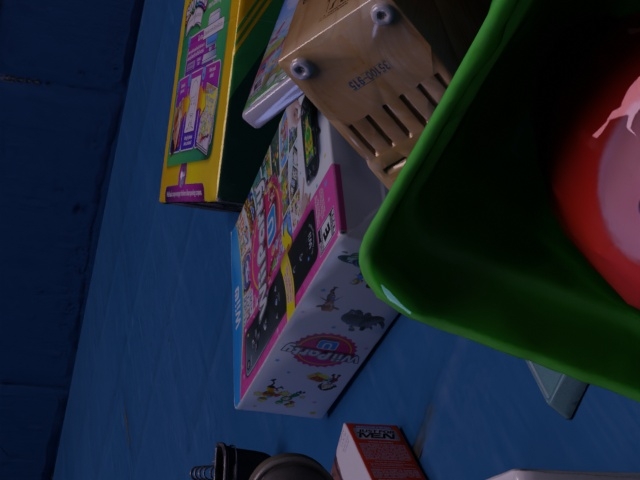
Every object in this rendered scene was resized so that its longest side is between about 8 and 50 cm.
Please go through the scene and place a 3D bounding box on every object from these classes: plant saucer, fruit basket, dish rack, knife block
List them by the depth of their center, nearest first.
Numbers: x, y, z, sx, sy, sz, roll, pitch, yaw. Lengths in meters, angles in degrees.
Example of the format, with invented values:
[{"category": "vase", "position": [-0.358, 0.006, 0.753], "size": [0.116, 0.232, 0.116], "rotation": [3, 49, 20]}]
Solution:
[{"category": "fruit basket", "position": [0.189, -0.028, 0.334], "size": [0.392, 0.283, 0.392], "rotation": [-160, 90, -84]}, {"category": "plant saucer", "position": [0.140, 0.032, 0.817], "size": [0.192, 0.018, 0.067], "rotation": [-107, 29, -54]}, {"category": "knife block", "position": [0.065, -0.156, 0.823], "size": [0.088, 0.276, 0.242], "rotation": [-28, 28, 31]}, {"category": "dish rack", "position": [-0.117, 0.348, 1.415], "size": [0.271, 0.074, 0.208], "rotation": [148, 127, -68]}]

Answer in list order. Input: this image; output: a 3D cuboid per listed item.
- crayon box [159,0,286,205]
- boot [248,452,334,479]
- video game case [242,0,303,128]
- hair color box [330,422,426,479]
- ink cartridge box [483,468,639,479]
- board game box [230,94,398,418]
[{"category": "crayon box", "position": [-0.108, -0.196, 1.546], "size": [0.363, 0.106, 0.313], "rotation": [-175, 93, -72]}, {"category": "boot", "position": [0.006, 0.226, 0.643], "size": [0.208, 0.076, 0.190], "rotation": [-162, 64, -82]}, {"category": "video game case", "position": [0.025, -0.213, 1.044], "size": [0.212, 0.023, 0.193], "rotation": [-34, 28, 38]}, {"category": "hair color box", "position": [0.052, 0.229, 0.961], "size": [0.167, 0.053, 0.093], "rotation": [-118, 38, -63]}, {"category": "ink cartridge box", "position": [0.114, 0.286, 0.615], "size": [0.226, 0.131, 0.306], "rotation": [134, 139, -63]}, {"category": "board game box", "position": [0.000, 0.000, 1.145], "size": [0.303, 0.097, 0.224], "rotation": [118, 154, -49]}]
